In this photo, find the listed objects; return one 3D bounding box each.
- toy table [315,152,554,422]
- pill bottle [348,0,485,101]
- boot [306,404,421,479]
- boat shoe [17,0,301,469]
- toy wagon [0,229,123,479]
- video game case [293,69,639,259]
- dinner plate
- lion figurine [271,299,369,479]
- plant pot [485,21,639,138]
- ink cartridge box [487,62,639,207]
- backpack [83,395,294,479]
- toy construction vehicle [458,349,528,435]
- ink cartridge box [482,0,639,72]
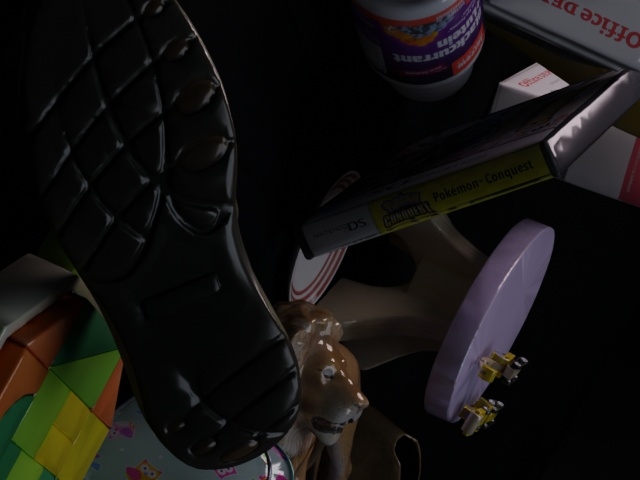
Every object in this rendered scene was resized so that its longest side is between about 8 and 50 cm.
[{"bbox_3d":[0.112,0.050,1.959,0.274,0.161,0.252,-36,146,-60],"label":"toy table"},{"bbox_3d":[0.080,-0.190,1.621,0.108,0.108,0.193,-62,163,-15],"label":"pill bottle"},{"bbox_3d":[0.037,0.288,2.136,0.112,0.115,0.305,-55,162,-37],"label":"boot"},{"bbox_3d":[-0.106,-0.017,1.190,0.120,0.122,0.324,-126,-159,-66],"label":"boat shoe"},{"bbox_3d":[-0.200,0.110,1.238,0.344,0.068,0.267,-62,163,-14],"label":"toy wagon"},{"bbox_3d":[0.137,-0.074,1.732,0.275,0.248,0.035,-38,107,-59],"label":"video game case"},{"bbox_3d":[0.000,0.000,1.795,0.141,0.017,0.141,-56,162,-30],"label":"dinner plate"},{"bbox_3d":[-0.028,0.152,1.767,0.392,0.142,0.240,-48,152,-82],"label":"lion figurine"},{"bbox_3d":[0.291,-0.248,1.964,0.254,0.239,0.254,-57,161,-31],"label":"plant pot"},{"bbox_3d":[0.311,-0.121,2.237,0.158,0.218,0.092,-31,137,-63],"label":"ink cartridge box"},{"bbox_3d":[-0.111,0.192,1.453,0.188,0.166,0.144,-47,165,-54],"label":"backpack"},{"bbox_3d":[0.159,0.146,1.902,0.086,0.035,0.098,-61,165,19],"label":"toy construction vehicle"},{"bbox_3d":[0.229,-0.288,1.739,0.232,0.171,0.168,-67,-160,2],"label":"ink cartridge box"}]
